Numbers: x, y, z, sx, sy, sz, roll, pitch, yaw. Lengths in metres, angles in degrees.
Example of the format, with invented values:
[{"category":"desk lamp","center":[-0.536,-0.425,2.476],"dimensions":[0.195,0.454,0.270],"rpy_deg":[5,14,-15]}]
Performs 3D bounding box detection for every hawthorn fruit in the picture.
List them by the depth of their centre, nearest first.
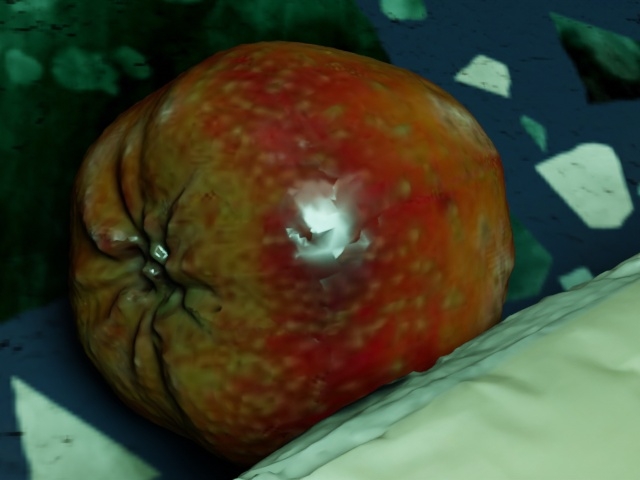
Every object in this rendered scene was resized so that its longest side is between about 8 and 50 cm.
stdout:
[{"category":"hawthorn fruit","center":[0.000,0.000,0.594],"dimensions":[0.200,0.179,0.179],"rpy_deg":[-18,63,-44]}]

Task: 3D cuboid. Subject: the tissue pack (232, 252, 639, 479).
[{"category":"tissue pack","center":[0.181,0.168,0.474],"dimensions":[0.390,0.195,0.375],"rpy_deg":[-30,74,-29]}]
